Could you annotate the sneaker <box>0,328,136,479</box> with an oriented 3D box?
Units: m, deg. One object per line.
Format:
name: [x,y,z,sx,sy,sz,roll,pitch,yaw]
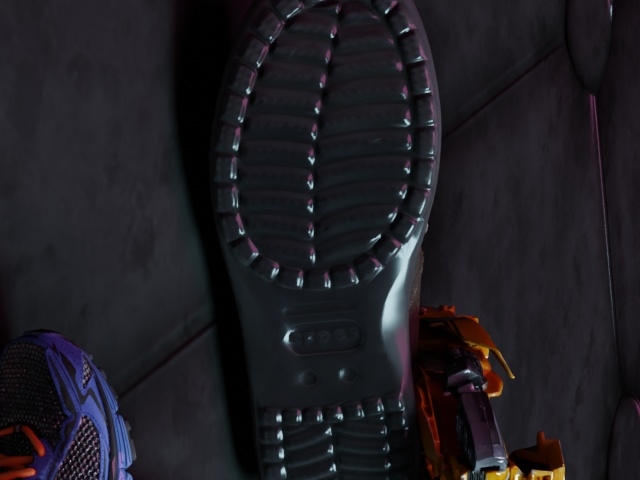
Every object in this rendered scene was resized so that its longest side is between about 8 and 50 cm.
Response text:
sneaker: [-0.148,0.147,0.742,0.087,0.083,0.221,27,65,-52]

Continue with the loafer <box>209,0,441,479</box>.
loafer: [0.000,0.000,0.994,0.130,0.134,0.365,-90,-178,-70]

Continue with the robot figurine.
robot figurine: [0.100,0.153,1.066,0.291,0.085,0.211,-115,-158,-71]
